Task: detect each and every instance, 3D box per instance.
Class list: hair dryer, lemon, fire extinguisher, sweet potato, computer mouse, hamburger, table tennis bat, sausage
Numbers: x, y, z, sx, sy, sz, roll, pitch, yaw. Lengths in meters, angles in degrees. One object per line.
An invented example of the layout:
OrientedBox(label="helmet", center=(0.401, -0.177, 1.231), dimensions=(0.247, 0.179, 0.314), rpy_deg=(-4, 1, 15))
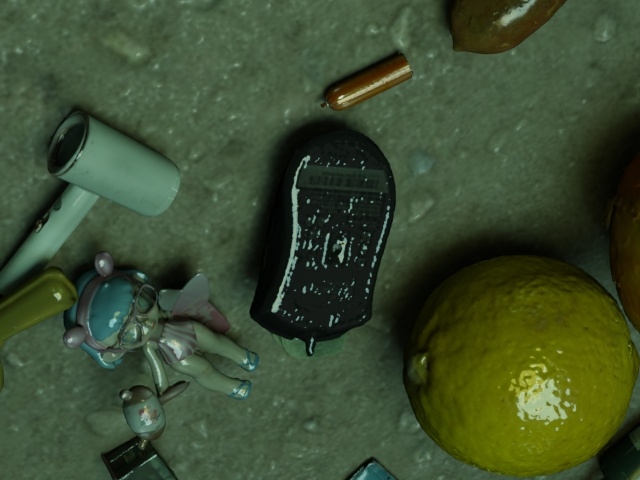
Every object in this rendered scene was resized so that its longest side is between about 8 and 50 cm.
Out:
OrientedBox(label="hair dryer", center=(-0.267, -0.016, 1.575), dimensions=(0.131, 0.073, 0.236), rpy_deg=(29, 109, -35))
OrientedBox(label="lemon", center=(0.239, 0.149, 1.766), dimensions=(0.293, 0.293, 0.293), rpy_deg=(-11, 124, -16))
OrientedBox(label="fire extinguisher", center=(0.472, 0.299, 2.066), dimensions=(0.294, 0.118, 0.093), rpy_deg=(-41, 92, 6))
OrientedBox(label="sweet potato", center=(0.260, -0.300, 1.597), dimensions=(0.292, 0.097, 0.097), rpy_deg=(-34, 127, -1))
OrientedBox(label="computer mouse", center=(0.000, 0.000, 1.673), dimensions=(0.147, 0.088, 0.264), rpy_deg=(7, 99, -25))
OrientedBox(label="hamburger", center=(-0.014, 0.098, 1.762), dimensions=(0.084, 0.054, 0.121), rpy_deg=(-10, 131, -19))
OrientedBox(label="table tennis bat", center=(-0.403, 0.117, 1.594), dimensions=(0.321, 0.050, 0.198), rpy_deg=(-28, 127, 12))
OrientedBox(label="sausage", center=(0.049, -0.170, 1.629), dimensions=(0.107, 0.031, 0.031), rpy_deg=(-27, 127, -5))

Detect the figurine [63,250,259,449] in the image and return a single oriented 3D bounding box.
OrientedBox(label="figurine", center=(-0.187, 0.129, 1.668), dimensions=(0.260, 0.103, 0.205), rpy_deg=(29, 81, -38))

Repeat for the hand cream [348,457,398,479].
OrientedBox(label="hand cream", center=(0.010, 0.385, 1.966), dimensions=(0.224, 0.048, 0.083), rpy_deg=(-43, 127, 0))

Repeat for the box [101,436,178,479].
OrientedBox(label="box", center=(-0.215, 0.285, 1.795), dimensions=(0.063, 0.060, 0.085), rpy_deg=(-35, 127, -9))

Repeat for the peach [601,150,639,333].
OrientedBox(label="peach", center=(0.508, 0.021, 1.747), dimensions=(0.372, 0.372, 0.290), rpy_deg=(17, 87, -30))
